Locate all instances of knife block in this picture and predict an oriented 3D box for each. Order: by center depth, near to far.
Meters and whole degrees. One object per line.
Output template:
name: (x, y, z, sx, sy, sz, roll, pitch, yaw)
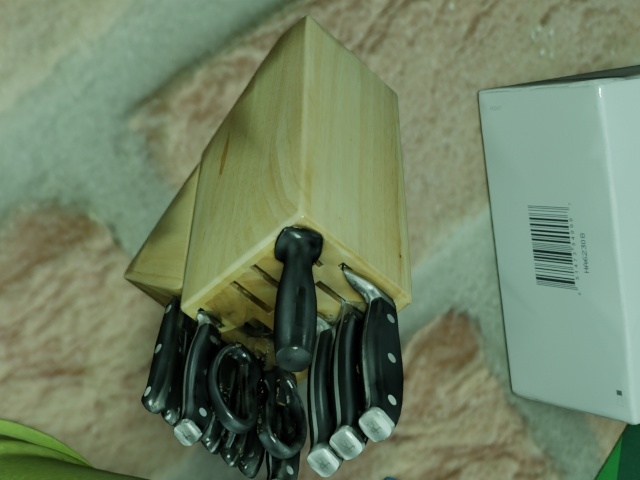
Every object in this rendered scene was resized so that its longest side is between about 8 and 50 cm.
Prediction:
knife block: (0.000, 0.000, 0.729, 0.088, 0.242, 0.275, 39, 74, -27)

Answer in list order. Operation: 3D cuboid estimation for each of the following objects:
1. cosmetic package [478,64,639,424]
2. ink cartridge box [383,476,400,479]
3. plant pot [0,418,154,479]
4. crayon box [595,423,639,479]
cosmetic package: (0.249, -0.013, 0.930, 0.225, 0.138, 0.224, -11, 99, -27)
ink cartridge box: (0.030, 0.271, 0.856, 0.191, 0.082, 0.139, -38, 110, -21)
plant pot: (-0.117, 0.216, 0.629, 0.276, 0.254, 0.276, 10, 75, -41)
crayon box: (0.256, 0.295, 0.987, 0.202, 0.081, 0.318, 42, 74, -26)
